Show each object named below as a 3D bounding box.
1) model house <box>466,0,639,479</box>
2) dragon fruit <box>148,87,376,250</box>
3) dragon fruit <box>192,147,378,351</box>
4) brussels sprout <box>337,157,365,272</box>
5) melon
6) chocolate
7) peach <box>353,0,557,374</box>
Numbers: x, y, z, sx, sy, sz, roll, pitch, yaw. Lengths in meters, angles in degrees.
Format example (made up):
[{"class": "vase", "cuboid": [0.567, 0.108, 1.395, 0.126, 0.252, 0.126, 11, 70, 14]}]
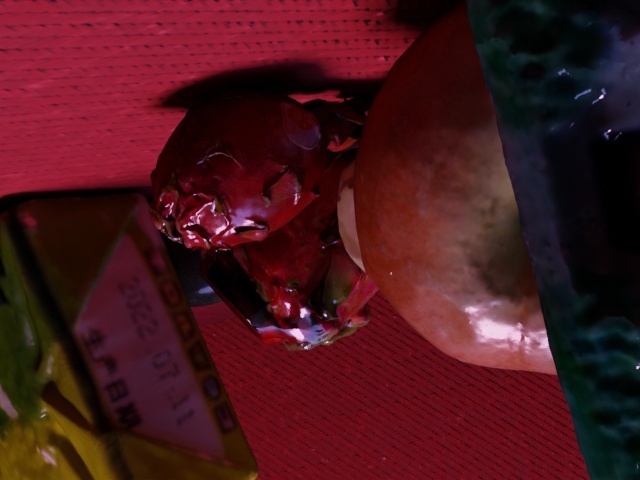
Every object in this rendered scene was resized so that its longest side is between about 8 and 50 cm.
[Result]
[{"class": "model house", "cuboid": [0.233, -0.036, 0.411, 0.230, 0.280, 0.249, -18, -176, -33]}, {"class": "dragon fruit", "cuboid": [-0.024, -0.062, 0.715, 0.190, 0.094, 0.094, -35, -173, -35]}, {"class": "dragon fruit", "cuboid": [0.000, 0.000, 0.897, 0.172, 0.166, 0.160, -42, 133, -8]}, {"class": "brussels sprout", "cuboid": [0.102, -0.012, 0.799, 0.183, 0.145, 0.131, -23, -139, -15]}, {"class": "melon", "cuboid": [-0.102, 0.007, 1.004, 0.131, 0.098, 0.098, -20, 172, 11]}, {"class": "chocolate", "cuboid": [-0.209, 0.123, 0.984, 0.137, 0.288, 0.301, -22, 180, -36]}, {"class": "peach", "cuboid": [0.133, -0.039, 0.633, 0.214, 0.214, 0.235, -17, -168, 27]}]
